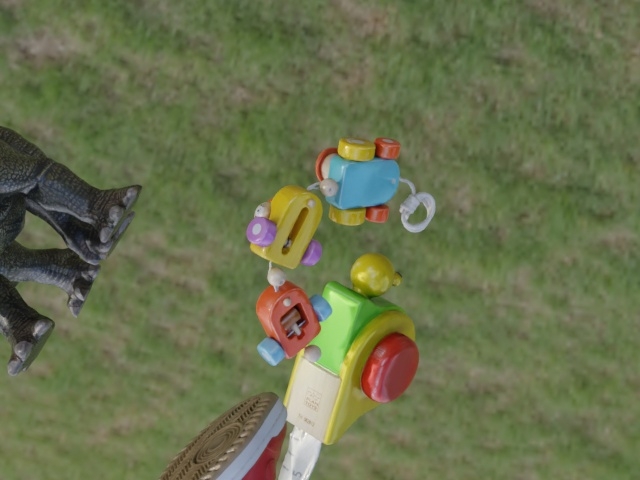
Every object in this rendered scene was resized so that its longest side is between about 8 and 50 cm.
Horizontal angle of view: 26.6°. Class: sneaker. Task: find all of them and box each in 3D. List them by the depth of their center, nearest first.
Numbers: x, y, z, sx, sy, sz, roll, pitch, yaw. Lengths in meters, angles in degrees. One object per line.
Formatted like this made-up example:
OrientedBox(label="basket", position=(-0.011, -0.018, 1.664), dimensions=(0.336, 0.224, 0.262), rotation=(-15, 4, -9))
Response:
OrientedBox(label="sneaker", position=(-0.025, 0.104, 0.413), dimensions=(0.067, 0.118, 0.042), rotation=(47, 132, -14))

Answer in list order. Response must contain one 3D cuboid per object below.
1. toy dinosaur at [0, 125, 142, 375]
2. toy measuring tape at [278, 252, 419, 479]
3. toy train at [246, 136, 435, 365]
OrientedBox(label="toy dinosaur", position=(-0.178, -0.021, 0.650), dimensions=(0.160, 0.121, 0.313), rotation=(32, -172, -5))
OrientedBox(label="toy measuring tape", position=(0.020, 0.163, 1.321), dimensions=(0.121, 0.121, 0.330), rotation=(15, 108, -3))
OrientedBox(label="toy train", position=(0.000, 0.000, 0.933), dimensions=(0.046, 0.166, 0.125), rotation=(28, 157, 44))
